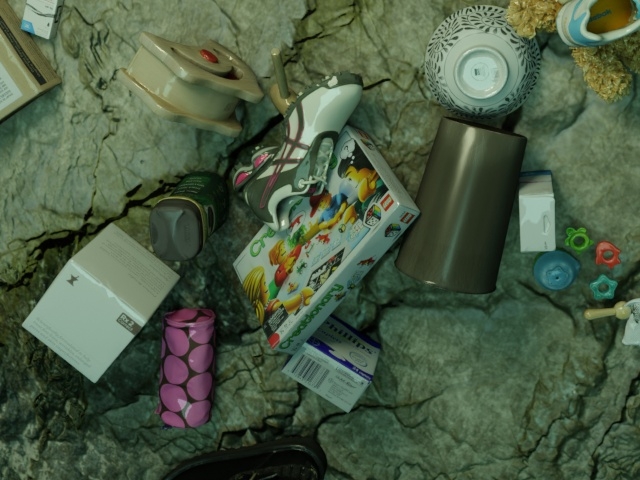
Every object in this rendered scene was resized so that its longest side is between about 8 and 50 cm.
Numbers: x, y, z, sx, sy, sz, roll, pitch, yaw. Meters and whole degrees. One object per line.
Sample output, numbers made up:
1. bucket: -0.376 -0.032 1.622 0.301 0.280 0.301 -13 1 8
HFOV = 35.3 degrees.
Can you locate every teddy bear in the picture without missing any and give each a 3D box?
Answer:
1. teddy bear: 0.426 -0.307 1.365 0.338 0.113 0.245 40 109 -6

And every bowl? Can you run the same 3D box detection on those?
1. bowl: 0.230 -0.246 1.438 0.170 0.080 0.170 4 111 9

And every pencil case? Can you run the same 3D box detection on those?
1. pencil case: -0.227 0.212 1.684 0.098 0.095 0.209 14 110 22

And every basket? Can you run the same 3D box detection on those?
1. basket: 0.209 -0.056 1.463 0.154 0.204 0.226 15 102 10

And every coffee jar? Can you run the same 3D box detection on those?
1. coffee jar: -0.200 -0.037 1.534 0.079 0.184 0.096 2 109 10

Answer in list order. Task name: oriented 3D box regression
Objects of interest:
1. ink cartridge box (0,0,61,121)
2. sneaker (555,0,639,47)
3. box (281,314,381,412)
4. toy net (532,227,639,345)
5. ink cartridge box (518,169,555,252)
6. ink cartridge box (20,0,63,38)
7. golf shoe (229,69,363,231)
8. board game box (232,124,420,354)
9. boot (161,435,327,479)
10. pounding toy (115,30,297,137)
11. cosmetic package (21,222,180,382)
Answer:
1. ink cartridge box: -0.559 -0.262 1.571 0.235 0.088 0.193 -30 103 19
2. sneaker: 0.416 -0.313 1.271 0.229 0.092 0.087 -32 103 5
3. box: 0.020 0.188 1.601 0.126 0.137 0.072 32 111 -2
4. toy net: 0.444 0.073 1.536 0.232 0.045 0.122 33 110 -4
5. ink cartridge box: 0.316 -0.044 1.472 0.052 0.122 0.088 -3 109 11
6. ink cartridge box: -0.425 -0.358 1.542 0.048 0.028 0.083 20 111 2
7. golf shoe: -0.014 -0.132 1.490 0.273 0.105 0.120 -47 62 30
8. board game box: 0.000 0.000 1.518 0.053 0.193 0.305 20 119 -41
9. boot: -0.158 0.454 1.663 0.348 0.260 0.131 -24 104 17
10. pounding toy: -0.148 -0.256 1.453 0.155 0.269 0.154 -54 54 22
11. cosmetic package: -0.347 0.096 1.610 0.151 0.183 0.151 39 111 -5
